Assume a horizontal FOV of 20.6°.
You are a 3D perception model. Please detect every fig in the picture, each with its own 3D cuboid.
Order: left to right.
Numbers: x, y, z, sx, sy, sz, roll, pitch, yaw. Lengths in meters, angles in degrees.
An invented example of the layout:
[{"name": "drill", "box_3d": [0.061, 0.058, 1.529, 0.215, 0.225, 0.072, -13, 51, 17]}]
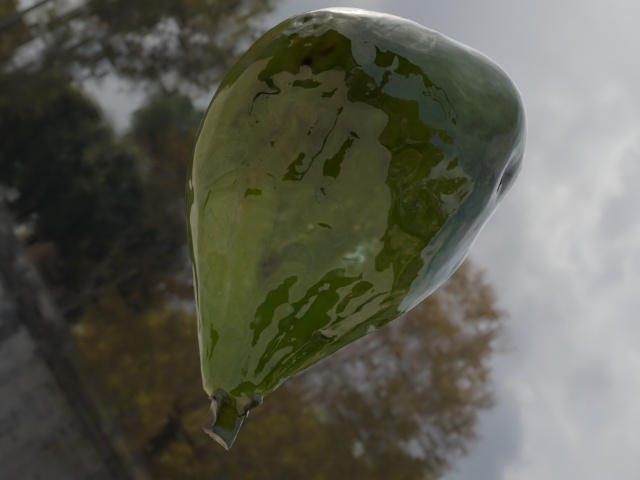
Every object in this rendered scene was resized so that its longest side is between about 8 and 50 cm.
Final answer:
[{"name": "fig", "box_3d": [-0.004, -0.029, 1.256, 0.233, 0.314, 0.233, 38, -22, 19]}]
